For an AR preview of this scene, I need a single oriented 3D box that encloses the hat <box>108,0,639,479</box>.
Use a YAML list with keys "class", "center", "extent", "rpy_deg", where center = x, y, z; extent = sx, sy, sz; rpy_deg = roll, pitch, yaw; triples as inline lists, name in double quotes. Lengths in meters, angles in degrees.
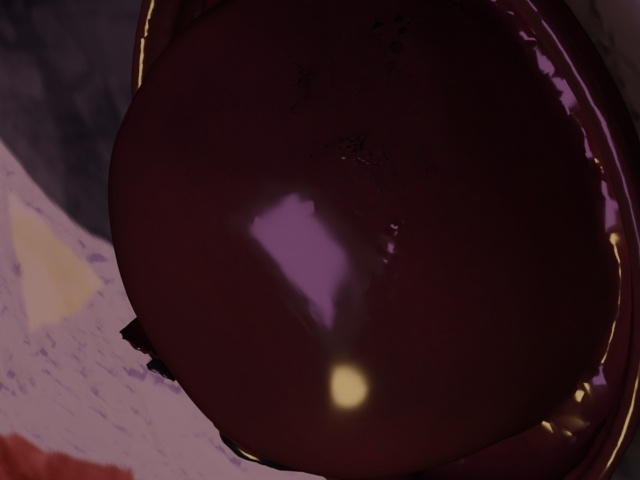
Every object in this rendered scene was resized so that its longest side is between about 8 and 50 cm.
- class: "hat"
  center: [0.000, 0.000, 0.450]
  extent: [0.205, 0.089, 0.206]
  rpy_deg: [27, 130, 37]
